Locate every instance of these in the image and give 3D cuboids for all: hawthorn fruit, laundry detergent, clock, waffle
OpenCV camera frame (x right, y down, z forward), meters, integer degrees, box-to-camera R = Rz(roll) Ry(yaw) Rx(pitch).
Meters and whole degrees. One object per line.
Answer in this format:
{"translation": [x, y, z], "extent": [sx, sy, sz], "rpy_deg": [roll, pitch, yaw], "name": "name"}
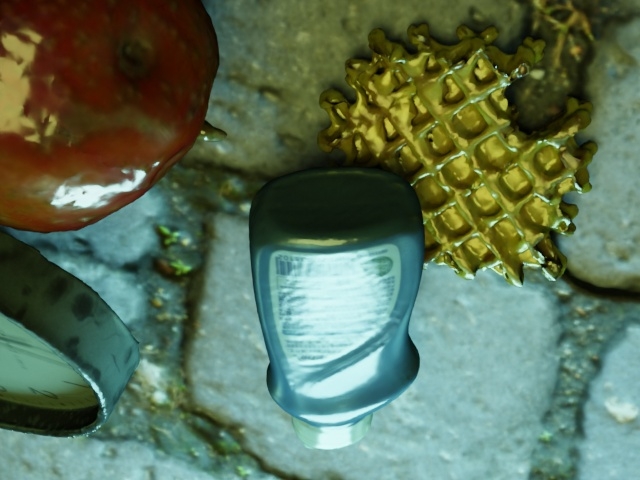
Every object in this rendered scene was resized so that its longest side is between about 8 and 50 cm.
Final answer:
{"translation": [-0.209, -0.133, 1.497], "extent": [0.300, 0.275, 0.275], "rpy_deg": [23, 118, -18], "name": "hawthorn fruit"}
{"translation": [0.014, 0.069, 1.629], "extent": [0.143, 0.094, 0.290], "rpy_deg": [-5, 135, -5], "name": "laundry detergent"}
{"translation": [-0.312, 0.065, 1.616], "extent": [0.325, 0.067, 0.325], "rpy_deg": [18, 155, 9], "name": "clock"}
{"translation": [0.111, -0.069, 1.591], "extent": [0.232, 0.051, 0.228], "rpy_deg": [7, 120, 7], "name": "waffle"}
